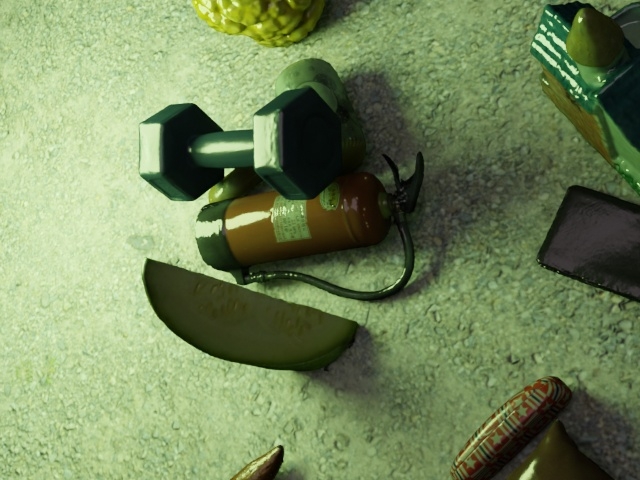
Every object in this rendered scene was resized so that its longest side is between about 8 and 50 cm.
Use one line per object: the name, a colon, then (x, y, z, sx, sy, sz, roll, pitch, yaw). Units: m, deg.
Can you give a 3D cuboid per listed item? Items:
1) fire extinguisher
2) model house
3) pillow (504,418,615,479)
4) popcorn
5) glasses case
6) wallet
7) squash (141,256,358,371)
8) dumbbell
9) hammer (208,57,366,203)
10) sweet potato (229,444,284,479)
fire extinguisher: (0.003, -0.007, 1.268, 0.376, 0.113, 0.200, -12, 113, 25)
model house: (0.383, -0.213, 0.979, 0.194, 0.325, 0.267, -40, 58, 14)
pillow: (0.300, 0.430, 0.977, 0.305, 0.108, 0.308, 42, 96, 28)
popcorn: (-0.106, -0.432, 1.373, 0.226, 0.200, 0.203, 3, 84, 26)
glasses case: (0.243, 0.248, 1.076, 0.194, 0.073, 0.049, -46, 53, 8)
wallet: (0.418, 0.017, 1.077, 0.244, 0.025, 0.124, 22, 85, 32)
squash: (-0.102, 0.120, 1.164, 0.203, 0.288, 0.111, 10, 80, 30)
dumbbell: (-0.126, -0.137, 1.226, 0.316, 0.143, 0.156, 1, 92, 37)
hammer: (-0.075, -0.144, 1.341, 0.305, 0.113, 0.202, -33, 60, 25)
sweet potato: (-0.139, 0.403, 1.241, 0.264, 0.057, 0.057, -49, 61, 12)
